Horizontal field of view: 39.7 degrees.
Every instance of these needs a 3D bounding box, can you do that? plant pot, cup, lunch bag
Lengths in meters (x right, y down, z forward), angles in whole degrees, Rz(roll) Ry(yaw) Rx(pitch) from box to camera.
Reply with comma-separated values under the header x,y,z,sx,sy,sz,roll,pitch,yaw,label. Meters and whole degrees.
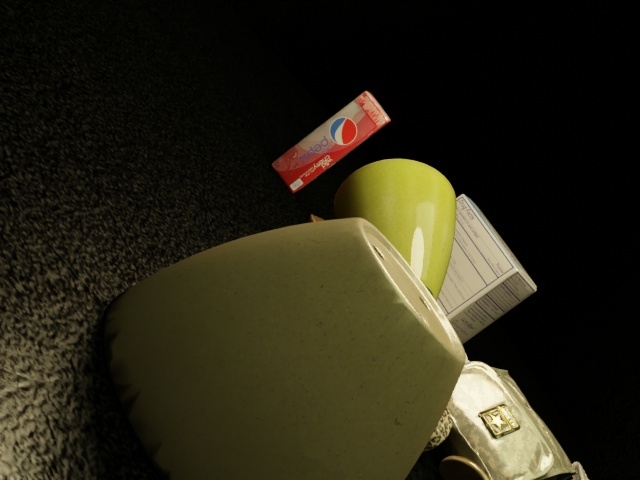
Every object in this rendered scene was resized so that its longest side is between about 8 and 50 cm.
x,y,z,sx,sy,sz,roll,pitch,yaw,label
0.161,0.025,1.853,0.275,0.275,0.293,46,28,-31,plant pot
-0.005,0.113,0.849,0.331,0.237,0.331,49,12,-14,cup
0.302,0.350,1.571,0.235,0.169,0.287,57,17,27,lunch bag

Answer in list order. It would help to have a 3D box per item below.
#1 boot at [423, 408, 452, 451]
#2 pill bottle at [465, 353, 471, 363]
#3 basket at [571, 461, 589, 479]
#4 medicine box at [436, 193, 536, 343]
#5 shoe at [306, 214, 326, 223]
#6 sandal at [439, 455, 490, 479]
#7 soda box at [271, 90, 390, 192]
x,y,z,sx,sy,sz,roll,pitch,yaw,label
0.161,0.219,1.469,0.178,0.085,0.236,65,26,-13,boot
0.216,0.230,1.687,0.184,0.103,0.103,34,20,-36,pill bottle
0.596,0.612,2.099,0.103,0.113,0.167,58,11,6,basket
0.322,0.086,2.149,0.149,0.289,0.263,39,18,-51,medicine box
0.000,0.000,1.734,0.076,0.058,0.219,30,11,-9,shoe
0.245,0.421,1.394,0.049,0.072,0.180,-3,58,-51,sandal
0.024,-0.214,1.930,0.083,0.263,0.092,54,11,-1,soda box
